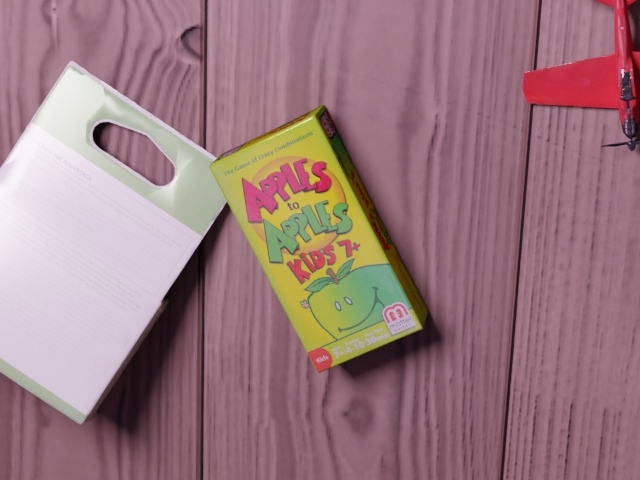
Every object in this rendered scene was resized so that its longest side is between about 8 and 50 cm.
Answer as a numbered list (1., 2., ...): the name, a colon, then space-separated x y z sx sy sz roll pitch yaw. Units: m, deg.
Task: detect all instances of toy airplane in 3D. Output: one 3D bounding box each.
1. toy airplane: 0.215 -0.135 1.046 0.151 0.028 0.151 4 109 11

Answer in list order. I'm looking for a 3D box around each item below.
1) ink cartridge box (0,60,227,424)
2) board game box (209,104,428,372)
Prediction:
1. ink cartridge box: -0.192 0.003 1.183 0.171 0.056 0.235 34 88 1
2. board game box: 0.000 0.000 1.134 0.092 0.043 0.181 -24 101 17
